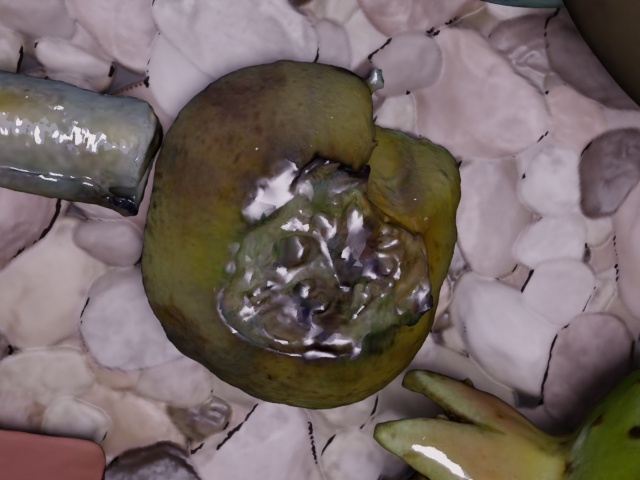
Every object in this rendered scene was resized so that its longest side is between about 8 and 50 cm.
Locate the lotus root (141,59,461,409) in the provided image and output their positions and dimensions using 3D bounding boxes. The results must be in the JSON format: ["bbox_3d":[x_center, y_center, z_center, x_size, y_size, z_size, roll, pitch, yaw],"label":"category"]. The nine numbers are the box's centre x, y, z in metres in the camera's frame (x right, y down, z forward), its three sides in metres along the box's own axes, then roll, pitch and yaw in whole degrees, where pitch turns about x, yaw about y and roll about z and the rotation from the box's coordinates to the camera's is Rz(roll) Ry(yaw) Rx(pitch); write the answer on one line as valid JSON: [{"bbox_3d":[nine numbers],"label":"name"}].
[{"bbox_3d":[-0.001,0.004,0.652,0.183,0.078,0.203,6,100,-18],"label":"lotus root"}]

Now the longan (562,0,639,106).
[{"bbox_3d":[0.222,-0.141,0.565,0.248,0.248,0.248,-1,100,-4],"label":"longan"}]

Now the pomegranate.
[{"bbox_3d":[0.182,0.176,0.662,0.286,0.231,0.230,-1,102,25],"label":"pomegranate"}]

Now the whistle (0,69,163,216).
[{"bbox_3d":[-0.250,-0.078,0.642,0.326,0.057,0.068,13,87,-6],"label":"whistle"}]

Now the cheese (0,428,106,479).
[{"bbox_3d":[-0.193,0.191,0.652,0.128,0.203,0.177,7,71,-4],"label":"cheese"}]

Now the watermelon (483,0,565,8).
[{"bbox_3d":[0.094,-0.174,0.648,0.180,0.081,0.094,34,75,-26],"label":"watermelon"}]
